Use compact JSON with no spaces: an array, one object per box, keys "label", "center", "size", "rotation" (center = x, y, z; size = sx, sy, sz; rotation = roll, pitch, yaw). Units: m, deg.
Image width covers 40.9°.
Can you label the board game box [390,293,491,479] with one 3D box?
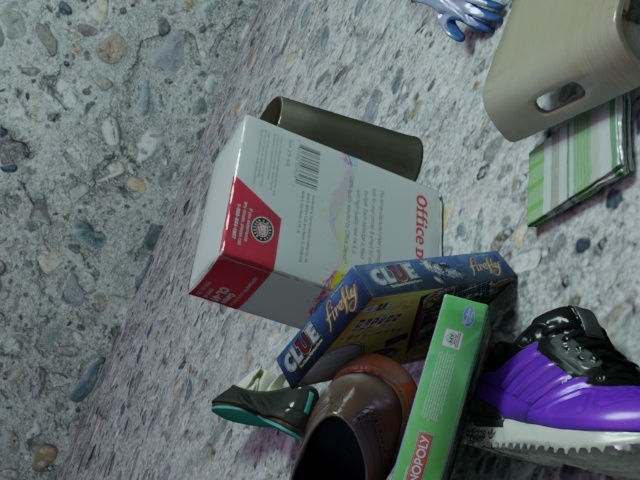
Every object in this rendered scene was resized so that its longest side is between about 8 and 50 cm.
[{"label":"board game box","center":[0.109,0.226,0.871],"size":[0.213,0.046,0.317],"rotation":[48,-122,-72]}]

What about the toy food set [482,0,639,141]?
[{"label":"toy food set","center":[0.315,-0.275,0.978],"size":[0.220,0.092,0.306],"rotation":[-24,40,63]}]

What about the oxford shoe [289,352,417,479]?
[{"label":"oxford shoe","center":[0.000,0.298,0.916],"size":[0.133,0.130,0.363],"rotation":[-29,-46,-59]}]

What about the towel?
[{"label":"towel","center":[0.284,-0.088,0.948],"size":[0.152,0.023,0.113],"rotation":[-41,32,54]}]

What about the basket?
[{"label":"basket","center":[0.011,-0.125,1.351],"size":[0.204,0.227,0.154],"rotation":[-47,30,42]}]

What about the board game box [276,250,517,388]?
[{"label":"board game box","center":[0.089,0.085,0.957],"size":[0.165,0.243,0.042],"rotation":[-52,57,35]}]

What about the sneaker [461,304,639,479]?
[{"label":"sneaker","center":[0.228,0.125,0.757],"size":[0.293,0.102,0.146],"rotation":[-18,53,64]}]

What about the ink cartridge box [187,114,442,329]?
[{"label":"ink cartridge box","center":[0.000,0.000,1.146],"size":[0.131,0.306,0.226],"rotation":[-43,32,49]}]

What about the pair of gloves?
[{"label":"pair of gloves","center":[0.209,-0.395,1.253],"size":[0.159,0.023,0.198],"rotation":[29,116,30]}]

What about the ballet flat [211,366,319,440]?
[{"label":"ballet flat","center":[-0.083,0.264,1.413],"size":[0.280,0.095,0.096],"rotation":[-4,56,56]}]
